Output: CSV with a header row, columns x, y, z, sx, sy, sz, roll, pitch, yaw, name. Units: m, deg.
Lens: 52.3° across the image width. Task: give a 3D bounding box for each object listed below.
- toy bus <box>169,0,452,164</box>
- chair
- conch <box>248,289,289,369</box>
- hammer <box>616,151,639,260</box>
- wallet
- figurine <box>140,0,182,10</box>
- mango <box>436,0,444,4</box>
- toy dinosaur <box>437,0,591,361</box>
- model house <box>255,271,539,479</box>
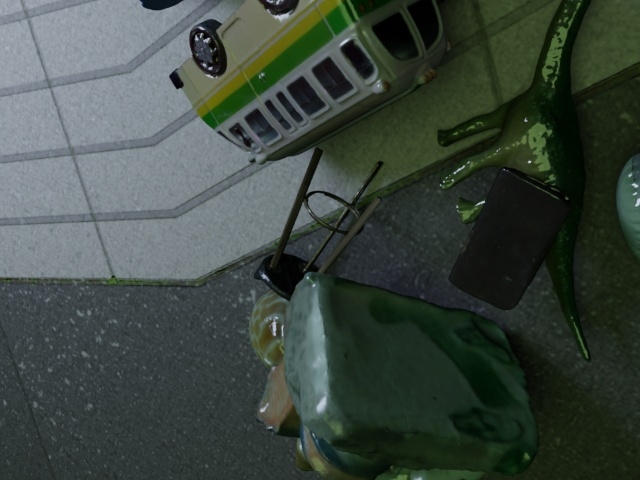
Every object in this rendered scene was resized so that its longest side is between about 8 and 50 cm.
x,y,z,sx,sy,sz,roll,pitch,yaw,name
-0.018,-0.198,0.708,0.305,0.143,0.179,-19,107,52,toy bus
0.000,-0.001,0.808,0.222,0.104,0.095,-56,41,33,chair
-0.036,0.127,0.872,0.173,0.106,0.116,31,97,33,conch
0.415,0.055,0.616,0.206,0.119,0.336,-12,104,30,hammer
0.194,0.003,0.679,0.082,0.018,0.157,28,127,17,wallet
-0.231,-0.406,0.832,0.164,0.120,0.262,-38,67,23,figurine
0.092,-0.296,0.700,0.163,0.089,0.111,-25,80,40,mango
0.267,-0.111,0.655,0.300,0.087,0.447,-29,93,32,toy dinosaur
0.047,0.231,0.767,0.267,0.194,0.325,15,132,-21,model house
